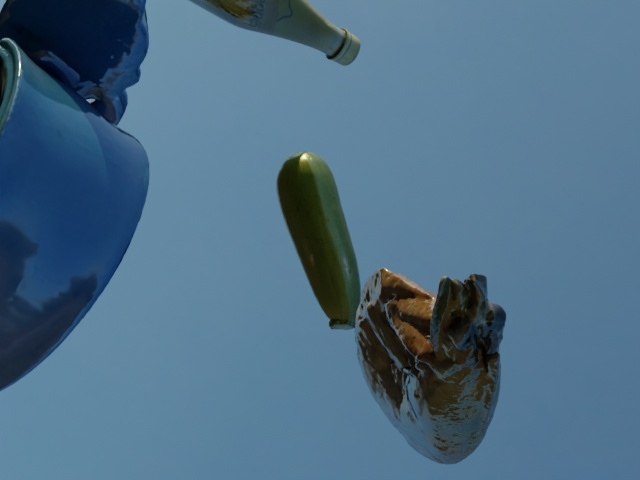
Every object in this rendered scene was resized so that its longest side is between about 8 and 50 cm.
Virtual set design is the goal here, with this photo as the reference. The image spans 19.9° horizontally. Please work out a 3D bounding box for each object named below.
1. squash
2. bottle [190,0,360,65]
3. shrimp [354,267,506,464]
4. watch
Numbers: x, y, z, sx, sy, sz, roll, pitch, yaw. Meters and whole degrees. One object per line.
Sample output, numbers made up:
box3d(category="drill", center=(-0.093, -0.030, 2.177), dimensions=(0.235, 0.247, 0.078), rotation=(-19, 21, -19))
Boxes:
box3d(category="squash", center=(0.000, 0.000, 1.960), dimensions=(0.066, 0.066, 0.201), rotation=(-25, -102, 48))
box3d(category="bottle", center=(-0.065, -0.269, 2.028), dimensions=(0.083, 0.269, 0.083), rotation=(-36, -139, 39))
box3d(category="shrimp", center=(0.085, 0.082, 1.479), dimensions=(0.168, 0.077, 0.317), rotation=(52, -22, 19))
box3d(category="watch", center=(-0.220, -0.044, 1.318), dimensions=(0.305, 0.241, 0.274), rotation=(-42, -150, 22))
